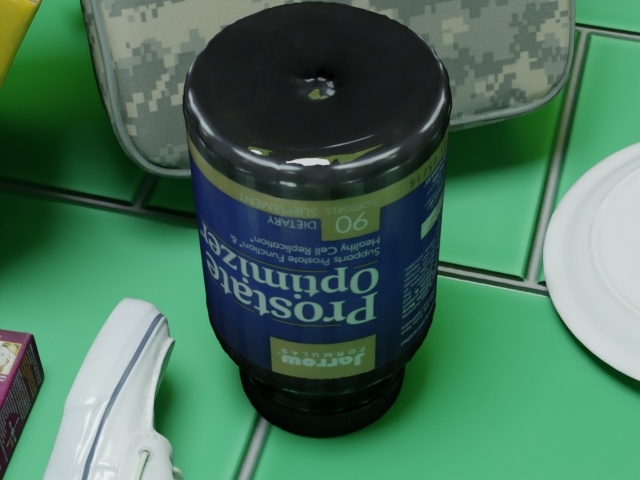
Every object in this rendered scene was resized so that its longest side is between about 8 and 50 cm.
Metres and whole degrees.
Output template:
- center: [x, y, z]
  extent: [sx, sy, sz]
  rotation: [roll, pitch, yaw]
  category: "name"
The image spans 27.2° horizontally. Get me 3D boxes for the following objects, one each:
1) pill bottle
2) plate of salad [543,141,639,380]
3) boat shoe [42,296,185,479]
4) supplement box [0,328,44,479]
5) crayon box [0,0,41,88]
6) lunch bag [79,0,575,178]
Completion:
- center: [0.000, 0.000, 0.667]
  extent: [0.123, 0.219, 0.122]
  rotation: [-1, 47, 1]
  category: "pill bottle"
- center: [0.231, 0.013, 0.769]
  extent: [0.200, 0.048, 0.199]
  rotation: [-7, 49, 8]
  category: "plate of salad"
- center: [-0.101, 0.137, 0.652]
  extent: [0.076, 0.083, 0.226]
  rotation: [17, 61, 0]
  category: "boat shoe"
- center: [-0.189, 0.089, 0.708]
  extent: [0.055, 0.043, 0.083]
  rotation: [9, 49, 9]
  category: "supplement box"
- center: [-0.212, -0.127, 0.722]
  extent: [0.083, 0.323, 0.203]
  rotation: [18, 45, -20]
  category: "crayon box"
- center: [-0.011, -0.185, 0.845]
  extent: [0.305, 0.212, 0.256]
  rotation: [-13, 25, -10]
  category: "lunch bag"
